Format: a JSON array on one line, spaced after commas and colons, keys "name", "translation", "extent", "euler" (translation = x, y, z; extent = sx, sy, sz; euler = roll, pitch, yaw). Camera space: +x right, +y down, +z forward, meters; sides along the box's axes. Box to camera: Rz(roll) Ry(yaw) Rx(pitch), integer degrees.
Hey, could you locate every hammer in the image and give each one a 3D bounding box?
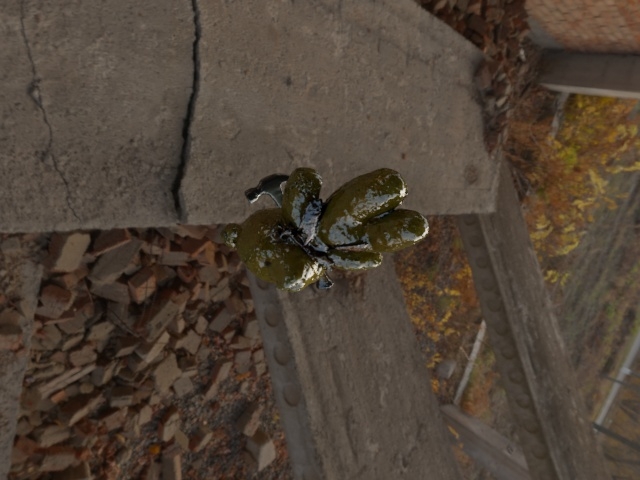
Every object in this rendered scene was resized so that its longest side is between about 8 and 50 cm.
[{"name": "hammer", "translation": [-0.026, -0.008, 0.604], "extent": [0.078, 0.021, 0.201], "euler": [-33, 122, -7]}]

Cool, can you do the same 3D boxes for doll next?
[{"name": "doll", "translation": [0.000, 0.000, 0.432], "extent": [0.137, 0.209, 0.097], "euler": [42, 45, -29]}]
